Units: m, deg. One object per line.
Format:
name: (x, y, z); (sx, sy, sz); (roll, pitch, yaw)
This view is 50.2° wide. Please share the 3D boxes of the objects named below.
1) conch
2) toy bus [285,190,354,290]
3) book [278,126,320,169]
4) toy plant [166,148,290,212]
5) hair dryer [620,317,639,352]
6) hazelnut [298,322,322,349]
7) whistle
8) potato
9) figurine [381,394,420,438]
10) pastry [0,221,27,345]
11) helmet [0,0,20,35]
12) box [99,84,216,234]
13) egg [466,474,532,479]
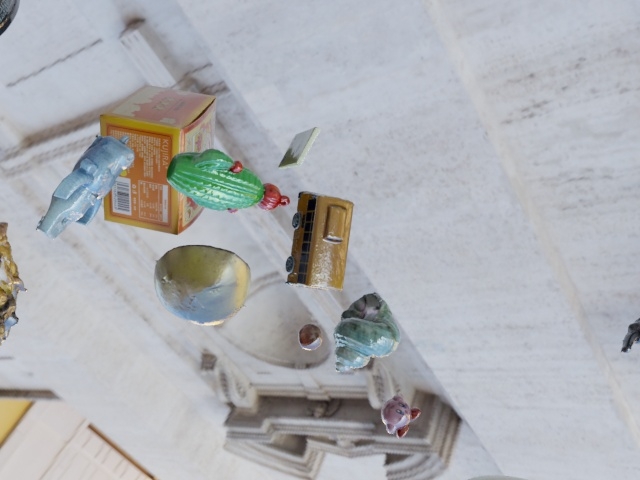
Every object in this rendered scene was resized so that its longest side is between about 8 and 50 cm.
conch: (0.130, 0.276, 2.029); (0.220, 0.195, 0.277); (18, -114, 37)
toy bus: (0.000, 0.000, 1.401); (0.114, 0.098, 0.201); (2, -97, 60)
book: (-0.039, -0.168, 1.260); (0.077, 0.014, 0.111); (-63, -161, -9)
toy plant: (-0.185, -0.103, 1.326); (0.155, 0.240, 0.088); (-18, -121, 28)
hair dryer: (0.623, 0.179, 1.225); (0.272, 0.235, 0.091); (-12, 173, -23)
hazelnut: (-0.033, 0.310, 2.196); (0.086, 0.086, 0.086); (-25, -148, 17)
whistle: (-0.480, -0.115, 1.405); (0.269, 0.093, 0.180); (-58, 176, -16)
potato: (-0.293, 0.126, 1.641); (0.299, 0.239, 0.116); (121, -18, -53)
figurine: (0.169, 0.389, 1.521); (0.083, 0.071, 0.067); (-58, -164, -23)
pastry: (-0.660, 0.022, 1.022); (0.405, 0.337, 0.292); (7, -133, 11)
helmet: (-0.669, -0.456, 1.195); (0.278, 0.231, 0.160); (-67, -173, -23)
box: (-0.392, -0.206, 1.699); (0.214, 0.283, 0.259); (13, -150, 6)
egg: (0.261, 0.424, 1.001); (0.162, 0.271, 0.206); (42, -58, 25)
